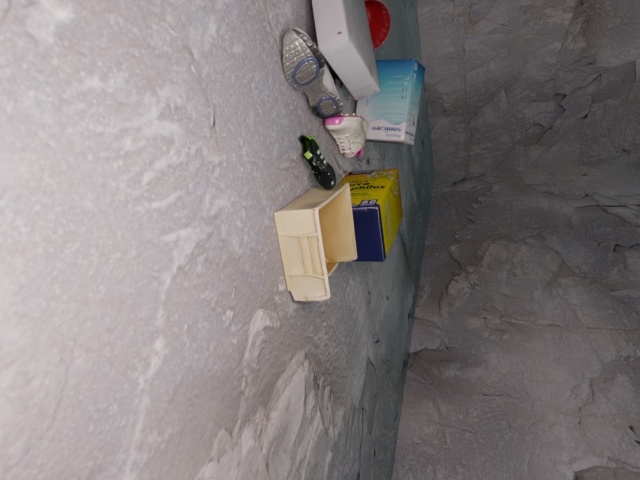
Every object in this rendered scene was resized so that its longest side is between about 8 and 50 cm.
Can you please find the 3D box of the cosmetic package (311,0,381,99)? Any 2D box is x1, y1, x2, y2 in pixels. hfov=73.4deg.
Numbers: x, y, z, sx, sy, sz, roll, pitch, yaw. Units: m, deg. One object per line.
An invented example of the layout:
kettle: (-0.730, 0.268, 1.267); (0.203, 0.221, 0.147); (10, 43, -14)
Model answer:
cosmetic package: (0.070, -0.664, 1.296); (0.284, 0.098, 0.376); (28, 52, -63)

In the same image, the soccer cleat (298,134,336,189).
soccer cleat: (-0.013, -0.217, 1.195); (0.072, 0.060, 0.178); (10, 50, -56)

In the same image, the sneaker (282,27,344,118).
sneaker: (-0.029, -0.466, 1.187); (0.297, 0.111, 0.129); (50, 25, -60)

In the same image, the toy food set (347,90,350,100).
toy food set: (0.101, -0.608, 1.535); (0.192, 0.039, 0.132); (100, -3, -61)

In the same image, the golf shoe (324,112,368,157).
golf shoe: (0.096, -0.354, 1.459); (0.306, 0.116, 0.140); (-16, 108, -66)

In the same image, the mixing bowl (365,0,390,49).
mixing bowl: (0.153, -0.790, 1.562); (0.181, 0.182, 0.098); (65, 1, -47)

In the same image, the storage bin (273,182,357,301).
storage bin: (0.000, 0.000, 1.192); (0.262, 0.123, 0.260); (-47, 132, -61)

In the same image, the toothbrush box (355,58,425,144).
toothbrush box: (0.261, -0.526, 1.650); (0.126, 0.217, 0.295); (-5, 104, -58)

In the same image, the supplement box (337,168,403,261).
supplement box: (0.153, -0.096, 1.484); (0.356, 0.194, 0.195); (-55, 140, -56)

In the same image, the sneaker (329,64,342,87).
sneaker: (0.059, -0.599, 1.442); (0.089, 0.051, 0.170); (-46, 136, -67)
